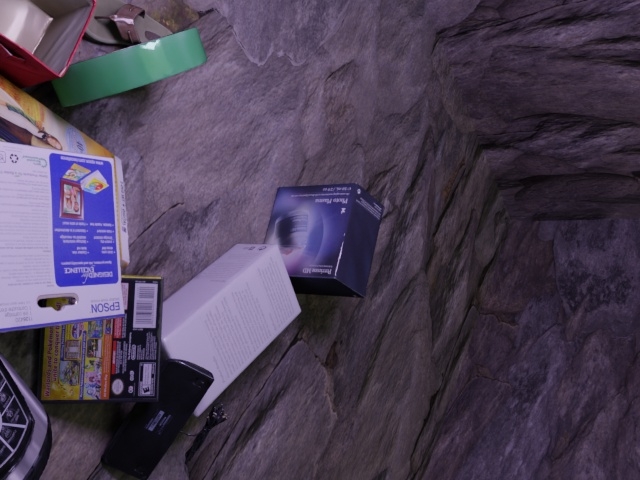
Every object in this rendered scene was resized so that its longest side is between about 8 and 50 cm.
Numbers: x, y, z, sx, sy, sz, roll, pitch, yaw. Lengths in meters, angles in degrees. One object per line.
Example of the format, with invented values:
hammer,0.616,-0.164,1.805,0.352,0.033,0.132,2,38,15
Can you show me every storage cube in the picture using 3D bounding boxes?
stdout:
storage cube,-0.584,-0.425,1.258,0.183,0.193,0.215,37,60,-47

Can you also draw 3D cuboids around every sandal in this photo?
sandal,-0.440,-0.507,1.540,0.302,0.086,0.120,6,85,-53

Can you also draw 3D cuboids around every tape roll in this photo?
tape roll,-0.403,-0.369,1.393,0.321,0.321,0.077,-39,120,-46

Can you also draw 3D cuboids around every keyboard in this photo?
keyboard,-0.344,0.426,1.521,0.201,0.033,0.317,32,101,-16

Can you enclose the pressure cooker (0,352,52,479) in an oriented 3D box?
pressure cooker,-0.671,0.261,0.997,0.375,0.370,0.420,-34,118,-19

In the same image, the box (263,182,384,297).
box,0.000,0.000,1.949,0.182,0.296,0.294,33,64,-49

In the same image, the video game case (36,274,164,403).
video game case,-0.471,0.210,1.421,0.248,0.035,0.275,3,87,-16

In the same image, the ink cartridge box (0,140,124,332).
ink cartridge box,-0.478,-0.006,1.130,0.303,0.072,0.307,2,84,-61

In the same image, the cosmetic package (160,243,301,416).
cosmetic package,-0.263,0.213,1.709,0.453,0.161,0.230,-42,122,-45

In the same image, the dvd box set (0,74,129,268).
dvd box set,-0.547,-0.142,1.273,0.420,0.062,0.308,41,27,-49
